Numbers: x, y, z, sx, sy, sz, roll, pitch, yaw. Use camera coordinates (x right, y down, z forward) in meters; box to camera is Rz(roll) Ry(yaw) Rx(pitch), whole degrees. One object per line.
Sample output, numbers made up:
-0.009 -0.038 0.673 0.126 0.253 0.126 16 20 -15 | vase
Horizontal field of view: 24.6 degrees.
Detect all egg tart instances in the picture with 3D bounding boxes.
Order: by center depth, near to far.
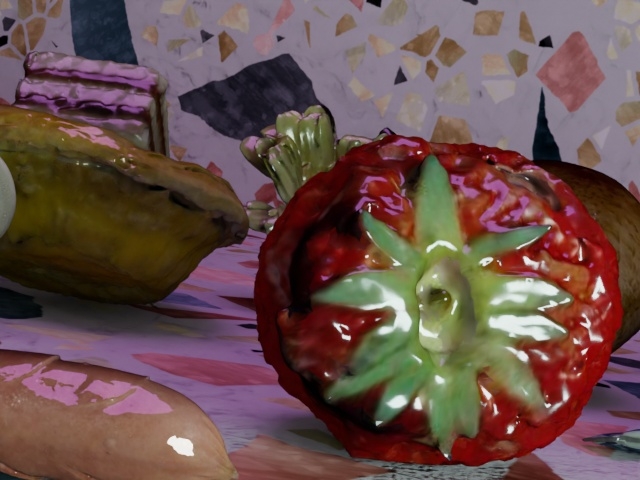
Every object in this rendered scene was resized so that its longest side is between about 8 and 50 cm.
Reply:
-0.269 -0.028 1.674 0.388 0.169 0.388 12 -13 3 | egg tart

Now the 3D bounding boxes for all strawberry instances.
0.087 0.045 1.202 0.292 0.291 0.310 8 12 -9 | strawberry

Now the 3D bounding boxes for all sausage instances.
-0.265 0.104 0.957 0.433 0.087 0.088 9 5 -1 | sausage

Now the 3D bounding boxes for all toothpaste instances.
0.342 0.189 1.388 0.197 0.034 0.057 5 -9 -24 | toothpaste

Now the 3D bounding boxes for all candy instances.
-0.290 -0.094 1.917 0.180 0.135 0.320 7 -36 4 | candy

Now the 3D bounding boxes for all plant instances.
0.039 -0.021 1.999 0.261 0.305 0.297 -18 -24 1 | plant

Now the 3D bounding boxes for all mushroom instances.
0.218 0.065 1.719 0.331 0.356 0.334 12 43 7 | mushroom

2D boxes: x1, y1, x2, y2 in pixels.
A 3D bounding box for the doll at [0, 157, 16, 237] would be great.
-0.507 -0.056 1.523 0.226 0.215 0.370 8 6 -44 | doll
